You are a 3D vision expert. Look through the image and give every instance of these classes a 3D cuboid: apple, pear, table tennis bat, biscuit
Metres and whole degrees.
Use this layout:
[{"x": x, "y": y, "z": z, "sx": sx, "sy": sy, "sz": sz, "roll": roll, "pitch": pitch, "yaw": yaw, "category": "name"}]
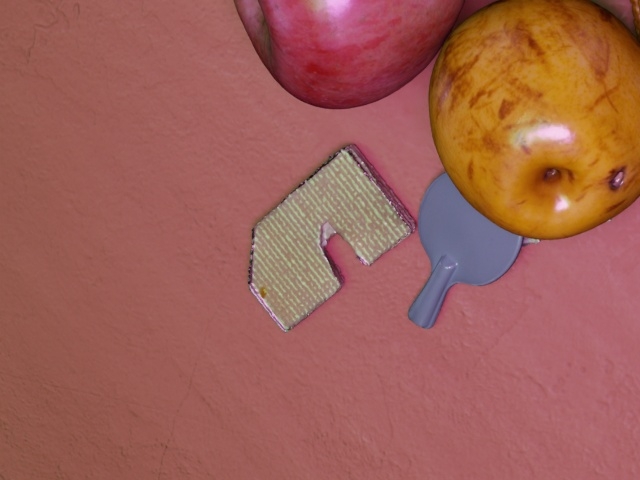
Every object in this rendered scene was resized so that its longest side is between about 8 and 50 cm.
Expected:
[{"x": 0.038, "y": -0.317, "z": 1.596, "sx": 0.269, "sy": 0.345, "sz": 0.345, "roll": -21, "pitch": 95, "yaw": -10, "category": "apple"}, {"x": 0.253, "y": -0.137, "z": 1.539, "sx": 0.280, "sy": 0.280, "sz": 0.281, "roll": 5, "pitch": 105, "yaw": 21, "category": "pear"}, {"x": 0.174, "y": 0.015, "z": 1.757, "sx": 0.149, "sy": 0.038, "sz": 0.237, "roll": 38, "pitch": 121, "yaw": 23, "category": "table tennis bat"}, {"x": 0.000, "y": 0.000, "z": 1.835, "sx": 0.250, "sy": 0.046, "sz": 0.147, "roll": -41, "pitch": 86, "yaw": 25, "category": "biscuit"}]

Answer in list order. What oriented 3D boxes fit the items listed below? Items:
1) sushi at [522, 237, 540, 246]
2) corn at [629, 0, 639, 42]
[{"x": 0.273, "y": -0.097, "z": 1.707, "sx": 0.139, "sy": 0.031, "sz": 0.201, "roll": -16, "pitch": 93, "yaw": 24, "category": "sushi"}, {"x": 0.418, "y": -0.222, "z": 1.575, "sx": 0.115, "sy": 0.115, "sz": 0.318, "roll": -10, "pitch": 99, "yaw": 24, "category": "corn"}]
